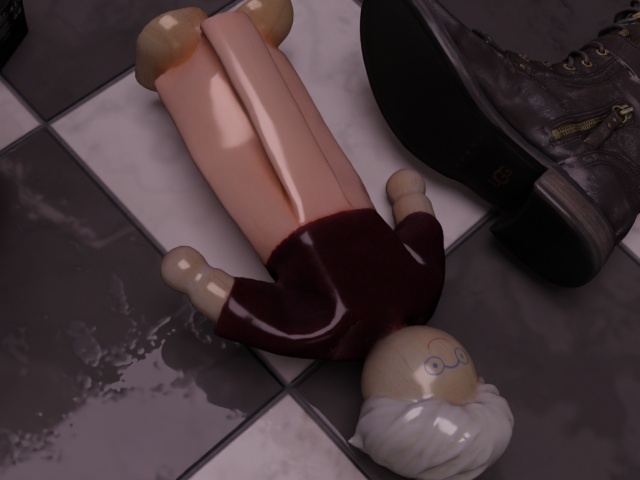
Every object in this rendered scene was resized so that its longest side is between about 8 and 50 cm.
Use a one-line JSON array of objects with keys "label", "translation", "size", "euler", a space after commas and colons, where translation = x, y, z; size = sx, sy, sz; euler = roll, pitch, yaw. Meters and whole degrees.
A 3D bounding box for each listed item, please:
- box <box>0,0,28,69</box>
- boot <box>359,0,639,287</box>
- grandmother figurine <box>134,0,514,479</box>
[{"label": "box", "translation": [-0.255, -0.155, 0.717], "size": [0.083, 0.052, 0.062], "euler": [23, 62, 4]}, {"label": "boot", "translation": [0.174, -0.112, 0.735], "size": [0.229, 0.091, 0.263], "euler": [-39, 91, -30]}, {"label": "grandmother figurine", "translation": [0.000, 0.000, 0.651], "size": [0.207, 0.104, 0.342], "euler": [-24, 69, -24]}]
